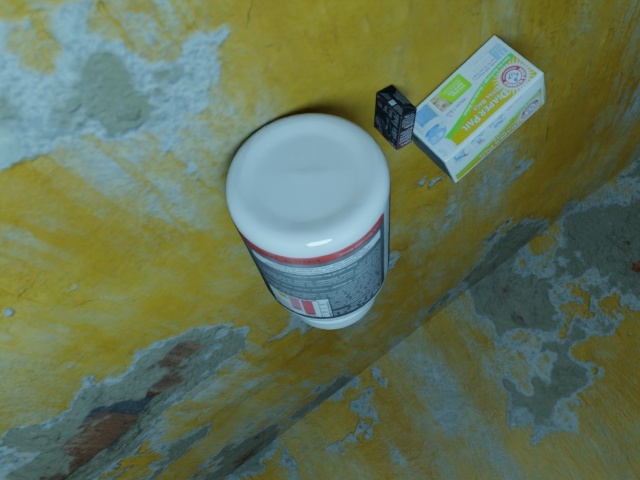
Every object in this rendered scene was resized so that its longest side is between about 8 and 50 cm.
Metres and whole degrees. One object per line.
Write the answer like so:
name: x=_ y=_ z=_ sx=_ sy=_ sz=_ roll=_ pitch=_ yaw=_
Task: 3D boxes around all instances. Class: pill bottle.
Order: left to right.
pill bottle: x=0.000 y=0.000 z=0.805 sx=0.210 sy=0.210 sz=0.363 roll=-33 pitch=154 yaw=-10

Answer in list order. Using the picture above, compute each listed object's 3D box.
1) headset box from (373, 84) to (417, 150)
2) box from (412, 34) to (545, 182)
headset box: x=0.113 y=-0.185 z=0.814 sx=0.032 sy=0.062 sz=0.083 roll=-30 pitch=152 yaw=-13
box: x=0.258 y=-0.216 z=0.889 sx=0.203 sy=0.114 sz=0.103 roll=-43 pitch=154 yaw=8
